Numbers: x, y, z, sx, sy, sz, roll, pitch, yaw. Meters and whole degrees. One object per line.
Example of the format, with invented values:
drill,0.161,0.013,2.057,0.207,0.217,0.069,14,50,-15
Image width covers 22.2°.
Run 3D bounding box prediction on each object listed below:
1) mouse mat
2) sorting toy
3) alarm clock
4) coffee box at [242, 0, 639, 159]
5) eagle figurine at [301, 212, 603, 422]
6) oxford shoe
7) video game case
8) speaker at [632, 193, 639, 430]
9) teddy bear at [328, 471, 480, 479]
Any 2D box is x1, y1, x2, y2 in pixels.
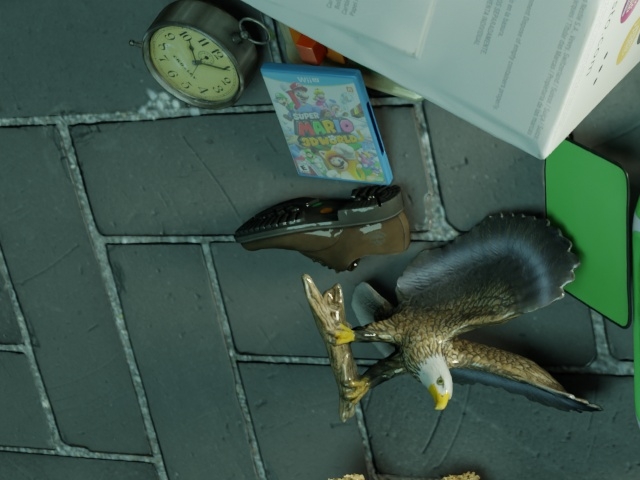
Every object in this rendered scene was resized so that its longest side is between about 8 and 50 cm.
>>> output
mouse mat,0.282,-0.013,1.723,0.152,0.007,0.189,37,138,55
sorting toy,0.020,-0.223,1.740,0.348,0.047,0.196,19,155,20
alarm clock,-0.122,-0.218,1.844,0.192,0.064,0.129,-13,127,47
coffee box,0.168,-0.342,1.464,0.338,0.334,0.337,29,126,16
eagle figurine,0.152,0.112,1.830,0.298,0.226,0.225,-13,66,5
oxford shoe,0.000,0.000,1.898,0.227,0.083,0.096,-4,117,32
video game case,0.008,-0.130,1.828,0.119,0.015,0.166,8,140,26
speaker,0.389,0.081,1.692,0.131,0.131,0.296,8,118,26
teddy bear,0.151,0.388,2.013,0.338,0.113,0.245,-3,120,22
